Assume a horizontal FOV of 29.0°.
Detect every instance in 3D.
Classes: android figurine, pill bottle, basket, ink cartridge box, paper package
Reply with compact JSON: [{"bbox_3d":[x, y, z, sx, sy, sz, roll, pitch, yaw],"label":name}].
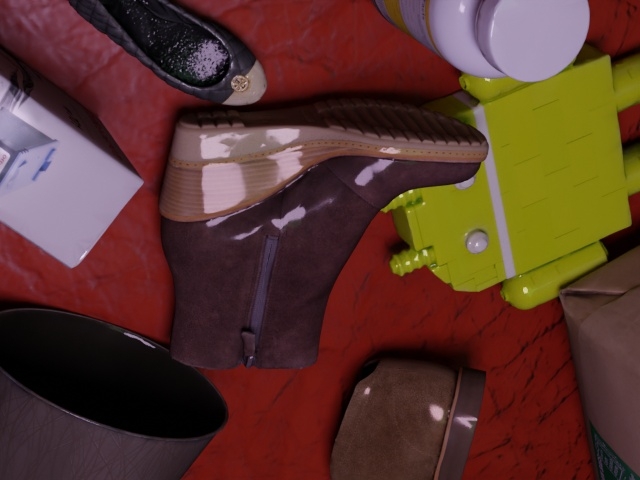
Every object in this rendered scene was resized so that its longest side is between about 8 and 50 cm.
[{"bbox_3d":[0.170,-0.057,1.033,0.273,0.056,0.248,-22,121,-14],"label":"android figurine"},{"bbox_3d":[0.110,-0.174,0.873,0.103,0.184,0.103,-9,118,-19],"label":"pill bottle"},{"bbox_3d":[-0.208,0.190,0.942,0.204,0.154,0.227,17,111,-36],"label":"basket"},{"bbox_3d":[-0.223,-0.083,0.805,0.190,0.139,0.082,36,95,-32],"label":"ink cartridge box"},{"bbox_3d":[0.398,0.124,1.119,0.309,0.168,0.325,-27,132,-8],"label":"paper package"}]

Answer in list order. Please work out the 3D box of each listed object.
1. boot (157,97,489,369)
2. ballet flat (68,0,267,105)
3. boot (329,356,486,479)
[{"bbox_3d":[0.000,0.000,0.959,0.248,0.090,0.207,-1,116,-5],"label":"boot"},{"bbox_3d":[-0.108,-0.141,0.878,0.173,0.049,0.057,29,102,-31],"label":"ballet flat"},{"bbox_3d":[0.062,0.235,1.121,0.115,0.112,0.305,13,116,5],"label":"boot"}]
